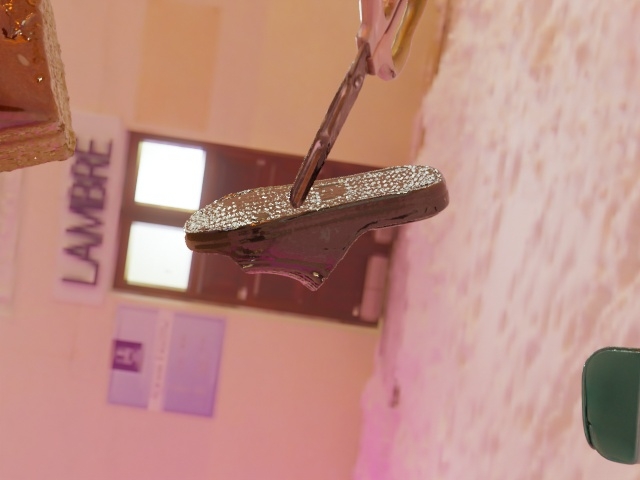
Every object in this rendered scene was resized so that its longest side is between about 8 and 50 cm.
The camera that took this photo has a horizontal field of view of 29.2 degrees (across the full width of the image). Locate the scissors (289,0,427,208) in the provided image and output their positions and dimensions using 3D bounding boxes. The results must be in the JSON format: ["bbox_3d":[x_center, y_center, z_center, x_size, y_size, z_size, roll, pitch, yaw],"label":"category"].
[{"bbox_3d":[0.040,-0.155,1.046,0.160,0.024,0.318,73,-143,-57],"label":"scissors"}]

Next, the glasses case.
[{"bbox_3d":[0.365,0.178,1.321,0.301,0.070,0.117,15,-101,-57],"label":"glasses case"}]

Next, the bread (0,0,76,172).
[{"bbox_3d":[-0.305,-0.131,0.879,0.110,0.234,0.184,79,179,-67],"label":"bread"}]

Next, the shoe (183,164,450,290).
[{"bbox_3d":[0.000,0.000,1.097,0.108,0.241,0.093,-96,-5,-69],"label":"shoe"}]
